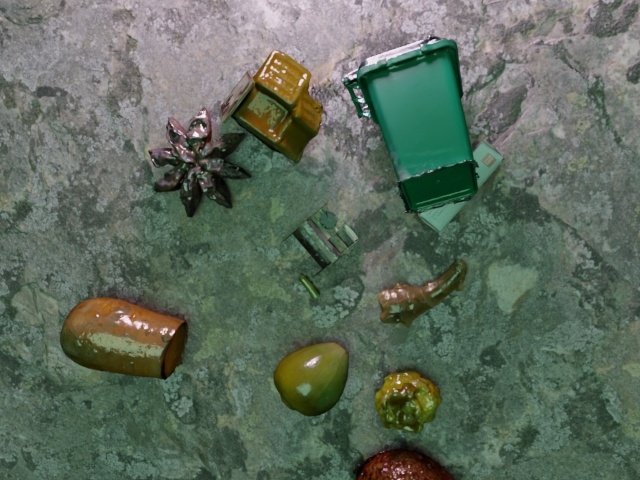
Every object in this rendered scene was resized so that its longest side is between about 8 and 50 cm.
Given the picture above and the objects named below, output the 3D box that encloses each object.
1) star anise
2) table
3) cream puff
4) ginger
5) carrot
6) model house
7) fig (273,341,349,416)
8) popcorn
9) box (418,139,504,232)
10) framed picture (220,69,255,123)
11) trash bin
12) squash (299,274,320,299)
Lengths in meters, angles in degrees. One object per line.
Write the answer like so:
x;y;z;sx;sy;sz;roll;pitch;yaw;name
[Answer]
-0.362;-0.225;1.716;0.332;0.117;0.331;1;95;13;star anise
0.000;0.000;1.724;0.175;0.062;0.146;-41;91;16;table
0.257;0.788;1.730;0.351;0.228;0.350;2;102;8;cream puff
0.295;0.148;1.696;0.294;0.086;0.131;-34;84;5;ginger
-0.598;0.300;1.786;0.341;0.224;0.224;15;101;3;carrot
-0.110;-0.380;1.636;0.268;0.173;0.239;35;95;-3;model house
-0.016;0.410;1.734;0.230;0.207;0.207;-22;96;-22;fig
0.259;0.477;1.716;0.198;0.155;0.197;-1;105;-2;popcorn
0.378;-0.152;1.600;0.079;0.135;0.269;39;103;-1;box
-0.234;-0.403;1.630;0.010;0.201;0.136;34;104;-24;framed picture
0.240;-0.284;1.476;0.295;0.259;0.381;-15;64;12;trash bin
-0.035;0.138;1.769;0.027;0.027;0.083;-36;93;13;squash
